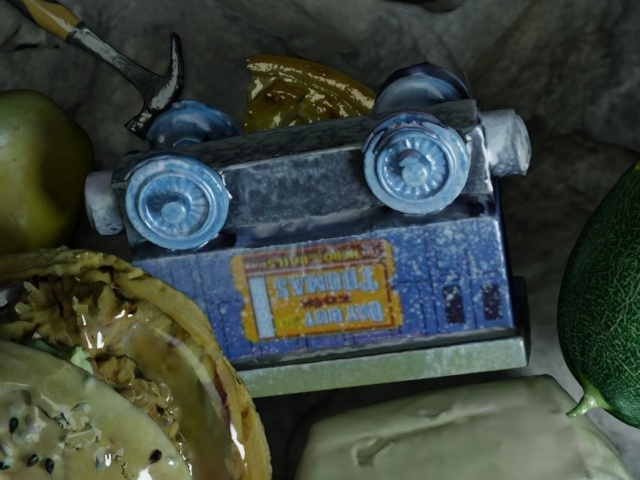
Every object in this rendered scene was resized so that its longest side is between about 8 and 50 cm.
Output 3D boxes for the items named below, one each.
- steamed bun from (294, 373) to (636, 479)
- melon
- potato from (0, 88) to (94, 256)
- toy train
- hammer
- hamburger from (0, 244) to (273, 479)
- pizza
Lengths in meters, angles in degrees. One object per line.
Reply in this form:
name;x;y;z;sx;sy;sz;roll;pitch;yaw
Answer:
steamed bun;0.104;0.197;1.297;0.225;0.200;0.170;-14;123;6
melon;0.262;0.016;1.274;0.182;0.182;0.287;41;81;10
potato;-0.252;-0.028;1.388;0.194;0.157;0.157;-44;80;-8
toy train;0.000;0.000;1.333;0.300;0.131;0.202;-7;113;9
hammer;-0.185;-0.160;1.450;0.201;0.021;0.078;36;91;9
hamburger;-0.173;0.160;1.262;0.318;0.195;0.277;41;124;-2
pizza;0.004;-0.070;1.404;0.160;0.036;0.099;32;91;10
